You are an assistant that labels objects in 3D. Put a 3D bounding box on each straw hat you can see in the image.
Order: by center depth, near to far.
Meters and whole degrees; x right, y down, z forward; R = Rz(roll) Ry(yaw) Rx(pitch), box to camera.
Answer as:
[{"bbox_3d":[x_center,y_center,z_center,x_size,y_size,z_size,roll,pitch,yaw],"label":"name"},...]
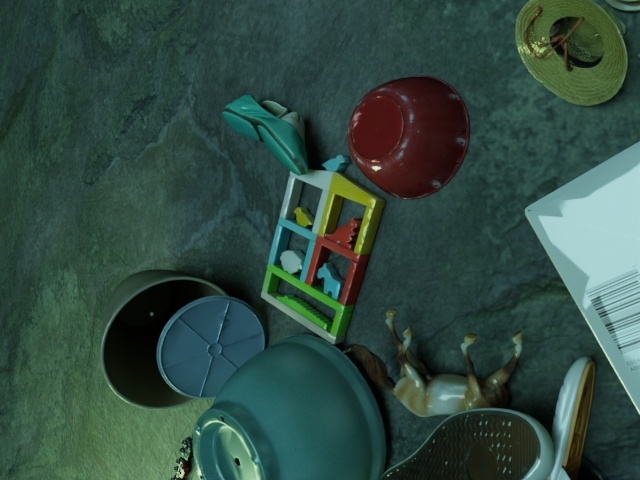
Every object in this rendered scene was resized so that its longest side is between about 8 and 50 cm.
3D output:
[{"bbox_3d":[0.295,-0.228,0.549,0.061,0.144,0.144,-37,60,-9],"label":"straw hat"}]

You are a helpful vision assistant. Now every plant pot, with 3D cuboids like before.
[{"bbox_3d":[-0.072,0.317,0.773,0.292,0.196,0.294,9,103,41],"label":"plant pot"},{"bbox_3d":[-0.333,0.159,1.007,0.274,0.256,0.257,23,106,55],"label":"plant pot"}]

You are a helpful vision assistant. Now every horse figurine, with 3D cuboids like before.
[{"bbox_3d":[0.164,0.188,0.658,0.263,0.066,0.175,4,115,32],"label":"horse figurine"}]

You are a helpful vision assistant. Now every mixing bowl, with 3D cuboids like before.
[{"bbox_3d":[0.106,-0.151,0.695,0.181,0.098,0.182,1,92,40],"label":"mixing bowl"}]

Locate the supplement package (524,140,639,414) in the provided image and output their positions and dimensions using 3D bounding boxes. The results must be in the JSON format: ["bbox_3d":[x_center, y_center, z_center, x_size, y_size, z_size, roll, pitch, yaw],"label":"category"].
[{"bbox_3d":[0.337,0.015,0.387,0.198,0.262,0.200,-36,68,36],"label":"supplement package"}]

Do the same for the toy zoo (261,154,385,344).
[{"bbox_3d":[0.000,0.000,0.832,0.192,0.030,0.294,27,108,37],"label":"toy zoo"}]

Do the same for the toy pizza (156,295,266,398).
[{"bbox_3d":[-0.199,0.195,0.910,0.032,0.201,0.202,27,110,63],"label":"toy pizza"}]

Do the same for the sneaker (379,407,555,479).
[{"bbox_3d":[0.192,0.288,0.611,0.290,0.123,0.106,-52,31,43],"label":"sneaker"}]

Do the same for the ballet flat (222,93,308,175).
[{"bbox_3d":[-0.080,-0.200,0.862,0.087,0.083,0.247,-42,52,-11],"label":"ballet flat"}]

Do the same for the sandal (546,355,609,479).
[{"bbox_3d":[0.291,0.265,0.539,0.076,0.101,0.266,12,97,43],"label":"sandal"}]

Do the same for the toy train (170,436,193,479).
[{"bbox_3d":[-0.311,0.515,1.113,0.036,0.027,0.159,28,108,26],"label":"toy train"}]

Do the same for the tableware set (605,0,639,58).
[{"bbox_3d":[0.370,-0.253,0.503,0.128,0.039,0.194,-48,61,31],"label":"tableware set"}]
